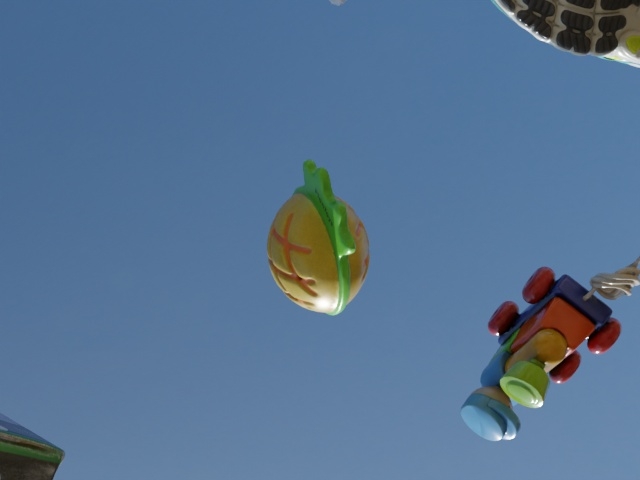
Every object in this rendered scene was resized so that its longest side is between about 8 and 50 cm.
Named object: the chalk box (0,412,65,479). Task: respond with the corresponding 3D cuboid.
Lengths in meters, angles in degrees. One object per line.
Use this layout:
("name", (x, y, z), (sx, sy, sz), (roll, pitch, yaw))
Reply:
("chalk box", (-0.221, 0.119, 0.560), (0.132, 0.132, 0.213), (27, -99, -45))

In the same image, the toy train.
("toy train", (0.228, 0.103, 1.205), (0.105, 0.248, 0.143), (37, -122, 3))

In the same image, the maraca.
("maraca", (0.000, 0.000, 1.195), (0.099, 0.186, 0.127), (-21, -116, -19))

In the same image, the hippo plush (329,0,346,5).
("hippo plush", (0.010, -0.384, 0.932), (0.234, 0.294, 0.237), (-37, -106, 3))

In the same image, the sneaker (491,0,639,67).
("sneaker", (0.259, -0.217, 1.178), (0.275, 0.110, 0.107), (16, -92, -28))
